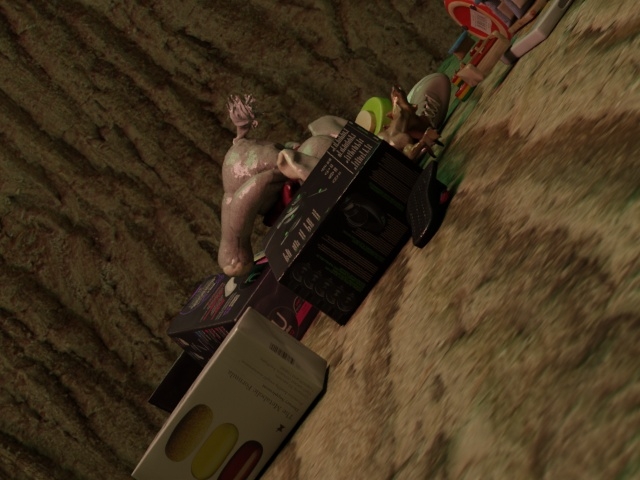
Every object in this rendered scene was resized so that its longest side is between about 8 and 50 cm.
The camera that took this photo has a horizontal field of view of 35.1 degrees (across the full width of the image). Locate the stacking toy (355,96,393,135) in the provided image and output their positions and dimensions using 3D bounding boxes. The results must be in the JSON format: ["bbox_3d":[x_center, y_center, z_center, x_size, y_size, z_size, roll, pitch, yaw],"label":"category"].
[{"bbox_3d":[0.051,-0.156,2.121,0.309,0.130,0.279,-54,33,43],"label":"stacking toy"}]

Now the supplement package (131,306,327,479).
[{"bbox_3d":[-0.117,0.234,1.340,0.244,0.139,0.134,-55,2,9],"label":"supplement package"}]

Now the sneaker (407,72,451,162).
[{"bbox_3d":[0.217,-0.243,2.132,0.262,0.099,0.121,-63,13,-11],"label":"sneaker"}]

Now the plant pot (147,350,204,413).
[{"bbox_3d":[-0.271,0.329,2.366,0.188,0.167,0.187,-55,3,3],"label":"plant pot"}]

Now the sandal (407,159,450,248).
[{"bbox_3d":[0.151,-0.045,1.387,0.067,0.040,0.179,-58,15,34],"label":"sandal"}]

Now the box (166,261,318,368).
[{"bbox_3d":[-0.154,0.158,2.011,0.270,0.143,0.165,-15,34,52],"label":"box"}]

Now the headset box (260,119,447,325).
[{"bbox_3d":[0.036,-0.028,1.593,0.283,0.131,0.246,-54,16,4],"label":"headset box"}]

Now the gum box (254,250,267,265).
[{"bbox_3d":[-0.108,0.053,2.180,0.188,0.062,0.107,-27,6,6],"label":"gum box"}]

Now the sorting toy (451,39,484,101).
[{"bbox_3d":[0.335,-0.385,2.191,0.132,0.046,0.274,-53,3,19],"label":"sorting toy"}]

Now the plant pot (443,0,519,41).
[{"bbox_3d":[0.341,-0.491,1.954,0.174,0.191,0.191,-57,3,-7],"label":"plant pot"}]

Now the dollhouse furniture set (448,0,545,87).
[{"bbox_3d":[0.279,-0.382,1.721,0.183,0.129,0.129,-53,4,-5],"label":"dollhouse furniture set"}]

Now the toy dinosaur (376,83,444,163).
[{"bbox_3d":[0.134,-0.127,1.819,0.200,0.127,0.295,-17,-52,-78],"label":"toy dinosaur"}]

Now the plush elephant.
[{"bbox_3d":[-0.036,-0.109,1.876,0.272,0.255,0.330,-43,-44,-48],"label":"plush elephant"}]

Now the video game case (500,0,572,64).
[{"bbox_3d":[0.392,-0.401,1.692,0.206,0.026,0.227,-54,3,-4],"label":"video game case"}]
